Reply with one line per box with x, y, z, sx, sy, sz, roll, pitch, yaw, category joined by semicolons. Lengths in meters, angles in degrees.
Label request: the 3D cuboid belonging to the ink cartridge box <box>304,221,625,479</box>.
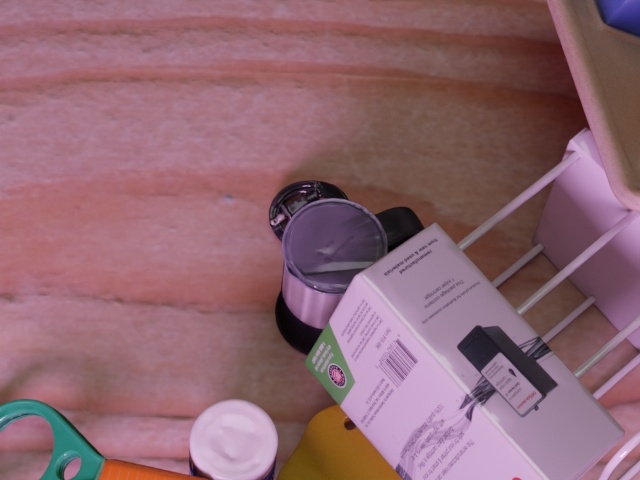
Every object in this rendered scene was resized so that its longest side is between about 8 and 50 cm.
0.100;0.115;1.193;0.087;0.153;0.208;-33;75;-31;ink cartridge box

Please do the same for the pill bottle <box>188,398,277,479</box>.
-0.068;0.172;1.256;0.067;0.120;0.067;2;64;-3;pill bottle

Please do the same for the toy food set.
0.045;0.236;1.271;0.128;0.071;0.218;-21;63;13;toy food set

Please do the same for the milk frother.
0.000;0.000;1.336;0.143;0.135;0.129;41;68;15;milk frother

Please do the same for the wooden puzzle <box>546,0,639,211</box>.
0.340;-0.125;1.334;0.322;0.080;0.348;13;41;-28;wooden puzzle

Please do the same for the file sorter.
0.229;0.097;1.277;0.173;0.193;0.278;-39;73;-17;file sorter

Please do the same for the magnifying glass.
-0.181;0.176;1.244;0.231;0.026;0.092;6;65;33;magnifying glass
